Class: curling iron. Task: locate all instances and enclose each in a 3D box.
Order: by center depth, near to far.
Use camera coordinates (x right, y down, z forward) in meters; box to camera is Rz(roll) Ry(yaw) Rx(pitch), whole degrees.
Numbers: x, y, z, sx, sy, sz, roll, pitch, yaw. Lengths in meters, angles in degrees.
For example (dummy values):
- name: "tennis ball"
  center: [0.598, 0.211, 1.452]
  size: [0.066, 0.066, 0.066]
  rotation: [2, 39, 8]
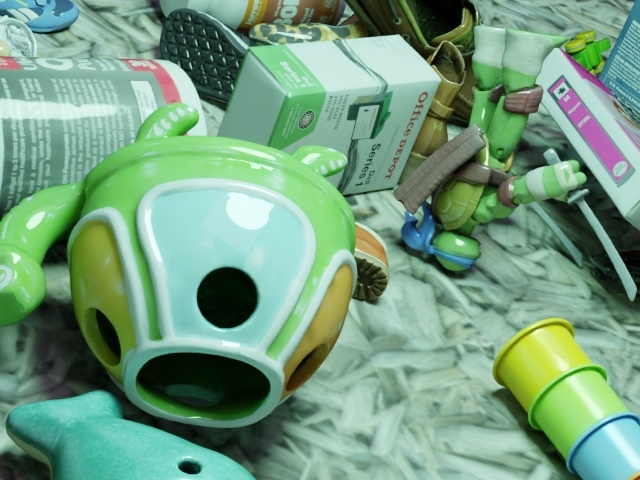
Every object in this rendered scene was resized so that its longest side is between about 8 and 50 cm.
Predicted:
- name: "curling iron"
  center: [0.441, 0.030, 1.913]
  size: [0.274, 0.035, 0.068]
  rotation: [-2, 38, -7]

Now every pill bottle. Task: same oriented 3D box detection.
- name: "pill bottle"
  center: [-0.284, -0.088, 1.610]
  size: [0.319, 0.176, 0.176]
  rotation: [-3, 40, -32]
- name: "pill bottle"
  center: [-0.085, -0.313, 2.084]
  size: [0.216, 0.121, 0.121]
  rotation: [-4, 41, -32]

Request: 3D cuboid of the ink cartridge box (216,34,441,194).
- name: "ink cartridge box"
  center: [0.006, -0.131, 1.843]
  size: [0.219, 0.160, 0.092]
  rotation: [-10, 46, -37]

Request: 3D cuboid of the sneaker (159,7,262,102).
- name: "sneaker"
  center: [-0.085, -0.191, 1.976]
  size: [0.235, 0.084, 0.097]
  rotation: [34, 12, 17]

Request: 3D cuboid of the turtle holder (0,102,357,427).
- name: "turtle holder"
  center: [-0.123, 0.026, 1.477]
  size: [0.320, 0.243, 0.227]
  rotation: [28, 44, -27]

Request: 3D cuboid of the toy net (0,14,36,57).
- name: "toy net"
  center: [-0.340, -0.190, 1.840]
  size: [0.122, 0.045, 0.232]
  rotation: [14, 34, -10]

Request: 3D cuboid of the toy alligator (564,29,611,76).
- name: "toy alligator"
  center: [0.339, -0.238, 2.279]
  size: [0.051, 0.056, 0.190]
  rotation: [-10, 18, 35]

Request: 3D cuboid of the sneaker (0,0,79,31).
- name: "sneaker"
  center: [-0.347, -0.281, 1.951]
  size: [0.144, 0.059, 0.053]
  rotation: [6, 34, -23]

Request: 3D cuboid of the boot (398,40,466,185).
- name: "boot"
  center: [0.117, -0.171, 1.966]
  size: [0.073, 0.152, 0.197]
  rotation: [6, 36, -21]

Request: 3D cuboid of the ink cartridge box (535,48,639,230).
- name: "ink cartridge box"
  center: [0.340, -0.111, 1.934]
  size: [0.176, 0.069, 0.371]
  rotation: [32, 18, -36]

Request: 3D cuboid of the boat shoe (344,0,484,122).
- name: "boat shoe"
  center: [0.143, -0.241, 2.018]
  size: [0.307, 0.110, 0.104]
  rotation: [39, -18, -29]

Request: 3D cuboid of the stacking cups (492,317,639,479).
- name: "stacking cups"
  center: [0.277, 0.216, 1.581]
  size: [0.096, 0.096, 0.316]
  rotation: [-4, 45, -32]

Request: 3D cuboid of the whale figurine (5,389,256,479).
- name: "whale figurine"
  center: [-0.143, 0.195, 1.322]
  size: [0.216, 0.141, 0.272]
  rotation: [-8, 41, -35]

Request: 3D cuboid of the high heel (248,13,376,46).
- name: "high heel"
  center: [0.034, -0.294, 2.059]
  size: [0.261, 0.186, 0.093]
  rotation: [8, 0, -31]

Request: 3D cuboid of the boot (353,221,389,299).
- name: "boot"
  center: [0.000, 0.000, 1.755]
  size: [0.158, 0.059, 0.084]
  rotation: [27, 30, -6]

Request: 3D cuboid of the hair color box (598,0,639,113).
- name: "hair color box"
  center: [0.465, -0.255, 2.098]
  size: [0.174, 0.347, 0.105]
  rotation: [-16, 49, -42]

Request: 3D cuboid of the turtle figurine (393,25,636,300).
- name: "turtle figurine"
  center: [0.233, -0.090, 1.827]
  size: [0.275, 0.266, 0.198]
  rotation: [10, 8, 15]
